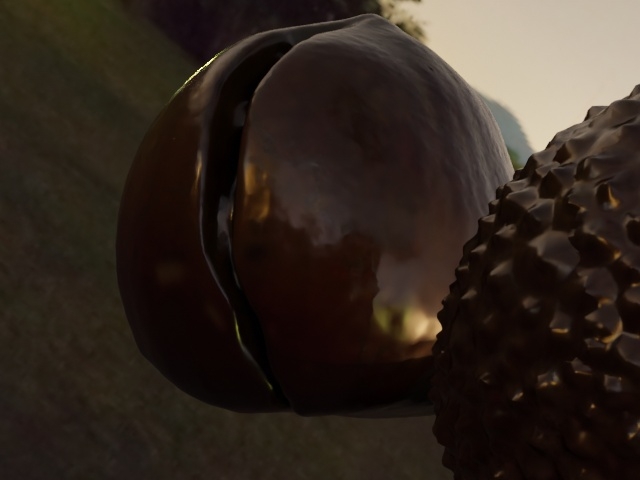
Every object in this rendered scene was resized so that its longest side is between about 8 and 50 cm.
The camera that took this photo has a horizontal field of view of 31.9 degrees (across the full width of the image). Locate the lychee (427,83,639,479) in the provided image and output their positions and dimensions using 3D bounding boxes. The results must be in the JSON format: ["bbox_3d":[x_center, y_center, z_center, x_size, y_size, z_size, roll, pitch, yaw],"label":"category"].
[{"bbox_3d":[0.188,0.059,0.550,0.276,0.276,0.304,36,-14,-20],"label":"lychee"}]

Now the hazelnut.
[{"bbox_3d":[0.000,0.000,1.078,0.429,0.402,0.402,4,31,-48],"label":"hazelnut"}]
